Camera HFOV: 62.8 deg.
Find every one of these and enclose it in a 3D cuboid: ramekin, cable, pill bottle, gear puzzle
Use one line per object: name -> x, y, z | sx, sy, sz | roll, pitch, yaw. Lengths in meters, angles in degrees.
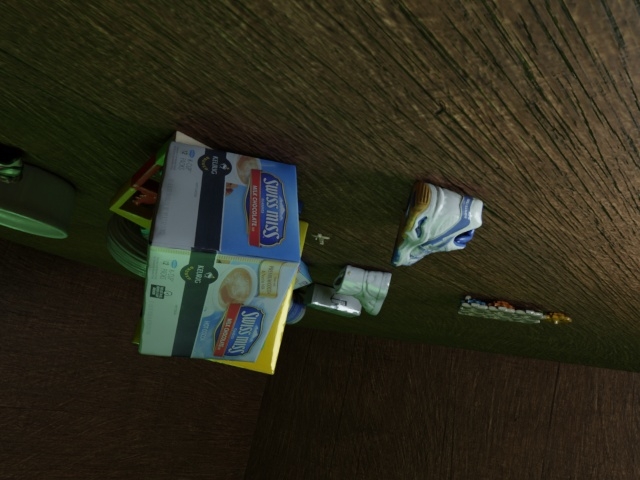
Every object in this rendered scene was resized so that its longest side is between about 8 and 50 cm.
ramekin -> -0.787, -0.112, 1.371 | 0.277, 0.135, 0.277 | 12, 165, 3
cable -> -0.410, 0.004, 1.329 | 0.257, 0.089, 0.257 | 17, -150, -27
pill bottle -> -0.172, 0.265, 2.244 | 0.152, 0.152, 0.272 | 8, 164, 19
gear puzzle -> 0.606, 0.219, 1.640 | 0.339, 0.044, 0.175 | 6, 163, 12

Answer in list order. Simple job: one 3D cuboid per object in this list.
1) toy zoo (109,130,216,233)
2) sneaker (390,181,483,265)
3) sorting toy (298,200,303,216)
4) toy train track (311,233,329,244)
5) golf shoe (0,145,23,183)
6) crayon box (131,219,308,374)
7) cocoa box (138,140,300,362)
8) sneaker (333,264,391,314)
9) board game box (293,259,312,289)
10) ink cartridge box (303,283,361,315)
toy zoo -> -0.275, -0.083, 1.025 | 0.192, 0.030, 0.293 | 25, 137, -38
sneaker -> 0.208, -0.007, 0.967 | 0.131, 0.111, 0.296 | 11, 166, 3
sorting toy -> -0.069, -0.065, 1.121 | 0.061, 0.042, 0.102 | 7, 164, 22
toy train track -> 0.000, 0.000, 1.365 | 0.048, 0.014, 0.083 | 11, 166, 8
golf shoe -> -0.767, -0.202, 1.185 | 0.186, 0.067, 0.086 | 22, 132, -15
crayon box -> -0.222, 0.092, 1.205 | 0.313, 0.363, 0.106 | 17, 165, -16
cocoa box -> -0.188, 0.039, 0.949 | 0.228, 0.231, 0.347 | 9, 139, -15
sneaker -> 0.125, 0.152, 1.680 | 0.169, 0.108, 0.292 | 13, 156, 5
board game box -> -0.206, 0.134, 1.649 | 0.317, 0.064, 0.242 | -21, 159, 5
ink cartridge box -> 0.049, 0.241, 2.092 | 0.203, 0.086, 0.148 | 15, 166, -12
